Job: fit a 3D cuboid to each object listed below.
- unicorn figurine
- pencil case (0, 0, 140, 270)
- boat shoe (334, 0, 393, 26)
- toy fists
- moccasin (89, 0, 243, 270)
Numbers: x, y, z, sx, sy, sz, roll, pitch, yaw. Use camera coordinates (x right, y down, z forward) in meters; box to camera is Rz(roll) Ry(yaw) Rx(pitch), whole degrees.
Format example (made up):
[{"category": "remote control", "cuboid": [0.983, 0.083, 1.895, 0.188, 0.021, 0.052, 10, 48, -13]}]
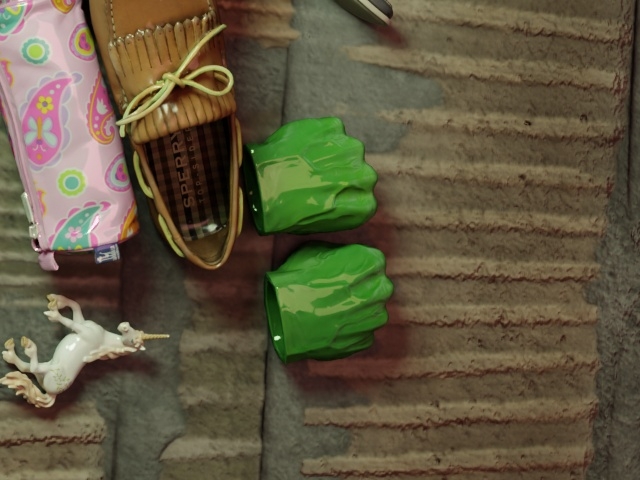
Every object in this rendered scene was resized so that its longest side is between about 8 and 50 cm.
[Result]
[{"category": "unicorn figurine", "cuboid": [-0.261, 0.113, 1.701, 0.162, 0.060, 0.111, -44, 112, 1]}, {"category": "pencil case", "cuboid": [-0.270, -0.118, 1.636, 0.124, 0.124, 0.284, -18, 104, -24]}, {"category": "boat shoe", "cuboid": [0.013, -0.320, 1.784, 0.206, 0.075, 0.065, 38, 81, -19]}, {"category": "toy fists", "cuboid": [0.000, 0.000, 1.795, 0.142, 0.096, 0.279, -12, 101, -15]}, {"category": "moccasin", "cuboid": [-0.150, -0.140, 1.614, 0.139, 0.147, 0.380, -12, 123, -15]}]
